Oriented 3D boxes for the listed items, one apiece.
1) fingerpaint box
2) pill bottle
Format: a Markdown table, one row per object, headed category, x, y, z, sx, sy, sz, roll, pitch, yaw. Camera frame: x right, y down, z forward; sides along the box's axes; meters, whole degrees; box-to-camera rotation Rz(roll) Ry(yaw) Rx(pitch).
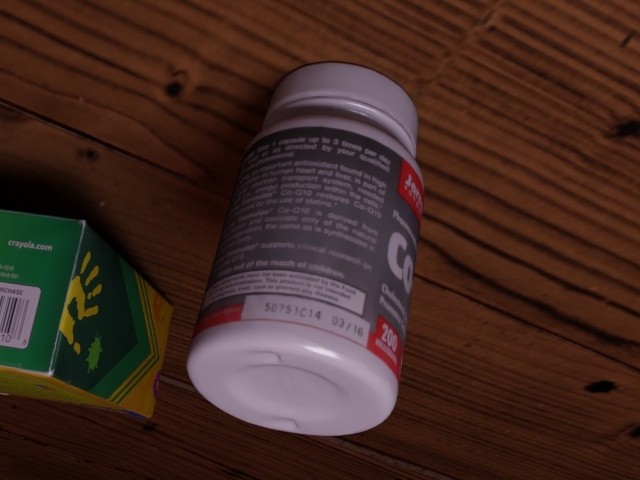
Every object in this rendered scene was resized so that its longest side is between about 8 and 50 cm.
| category | x | y | z | sx | sy | sz | roll | pitch | yaw |
| --- | --- | --- | --- | --- | --- | --- | --- | --- | --- |
| fingerpaint box | -0.431 | 0.072 | 1.051 | 0.445 | 0.163 | 0.371 | 7 | 164 | 7 |
| pill bottle | 0.000 | 0.000 | 0.766 | 0.161 | 0.283 | 0.161 | 8 | 147 | 5 |
